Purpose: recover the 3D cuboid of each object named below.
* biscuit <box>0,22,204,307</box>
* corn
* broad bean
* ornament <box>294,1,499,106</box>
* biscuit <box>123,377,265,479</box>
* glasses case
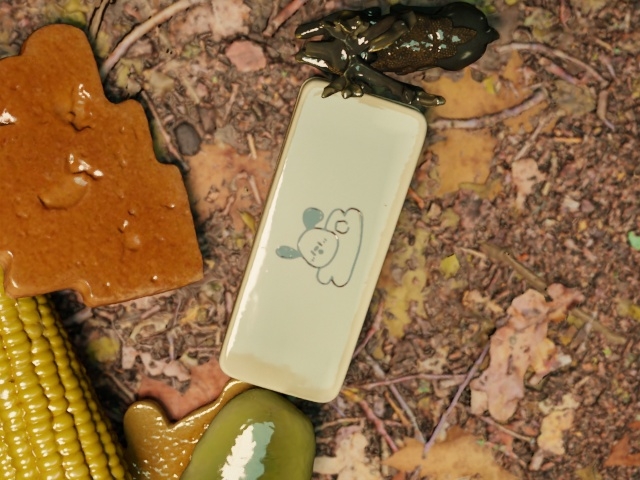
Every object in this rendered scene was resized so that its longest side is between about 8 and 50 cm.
[{"bbox_3d":[-0.241,-0.045,0.934,0.306,0.043,0.284,38,62,-18],"label":"biscuit"},{"bbox_3d":[-0.295,0.145,0.953,0.144,0.144,0.387,-26,91,1],"label":"corn"},{"bbox_3d":[-0.077,0.239,0.995,0.124,0.082,0.174,39,96,-13],"label":"broad bean"},{"bbox_3d":[0.082,-0.170,0.883,0.202,0.236,0.080,-4,104,-3],"label":"ornament"},{"bbox_3d":[-0.151,0.235,1.047,0.240,0.035,0.158,-18,99,-1],"label":"biscuit"},{"bbox_3d":[0.000,0.000,0.994,0.131,0.070,0.312,17,99,-7],"label":"glasses case"}]
